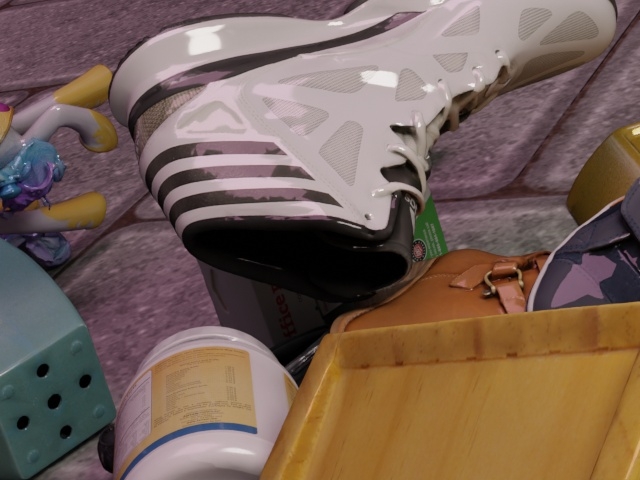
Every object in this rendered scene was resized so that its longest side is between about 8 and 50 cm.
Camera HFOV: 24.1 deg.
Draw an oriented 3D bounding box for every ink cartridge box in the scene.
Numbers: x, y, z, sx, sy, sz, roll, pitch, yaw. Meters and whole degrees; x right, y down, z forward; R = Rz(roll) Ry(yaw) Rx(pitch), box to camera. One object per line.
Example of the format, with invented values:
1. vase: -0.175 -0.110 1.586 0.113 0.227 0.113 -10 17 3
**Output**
1. ink cartridge box: 0.000 0.000 1.356 0.208 0.153 0.087 -32 28 -26

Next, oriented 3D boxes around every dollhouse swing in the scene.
1. dollhouse swing: 0.143 0.200 0.826 0.315 0.305 0.347 10 -12 -28

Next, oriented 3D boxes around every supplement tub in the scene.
1. supplement tub: -0.076 0.159 1.074 0.144 0.144 0.199 -18 23 2

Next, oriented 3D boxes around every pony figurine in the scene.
1. pony figurine: -0.387 -0.041 1.560 0.303 0.351 0.363 43 23 21

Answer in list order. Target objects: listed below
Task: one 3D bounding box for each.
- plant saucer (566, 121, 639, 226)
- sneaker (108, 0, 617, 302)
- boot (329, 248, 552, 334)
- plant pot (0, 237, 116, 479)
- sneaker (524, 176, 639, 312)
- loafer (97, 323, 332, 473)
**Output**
1. plant saucer: 0.398 -0.059 1.283 0.333 0.081 0.333 -17 24 1
2. sneaker: 0.074 -0.077 1.233 0.448 0.169 0.257 -15 59 -14
3. boot: 0.128 0.086 1.162 0.220 0.109 0.283 -8 18 13
4. plant pot: -0.301 0.110 1.341 0.165 0.165 0.234 -34 36 -31
5. sneaker: 0.288 -0.017 1.080 0.321 0.127 0.126 -31 68 -10
6. loafer: -0.080 0.128 1.226 0.223 0.078 0.076 -19 23 -1
